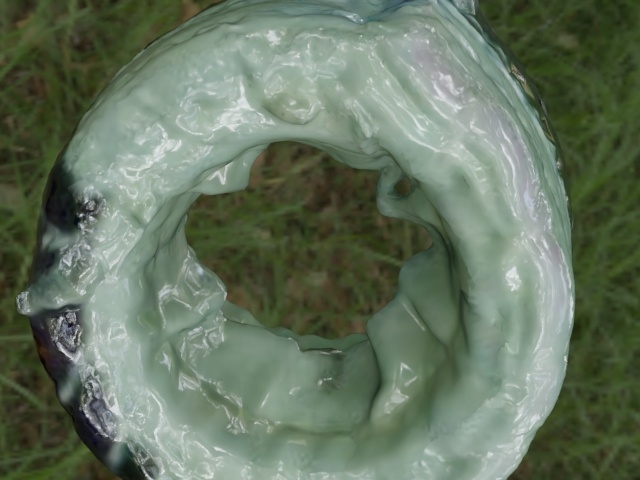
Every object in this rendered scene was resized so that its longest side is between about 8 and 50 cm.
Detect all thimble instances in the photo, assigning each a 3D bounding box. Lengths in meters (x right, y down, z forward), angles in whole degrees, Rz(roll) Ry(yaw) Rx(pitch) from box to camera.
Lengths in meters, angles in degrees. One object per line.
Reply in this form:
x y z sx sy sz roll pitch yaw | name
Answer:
0.000 0.000 0.588 0.150 0.237 0.237 -77 146 -68 | thimble
